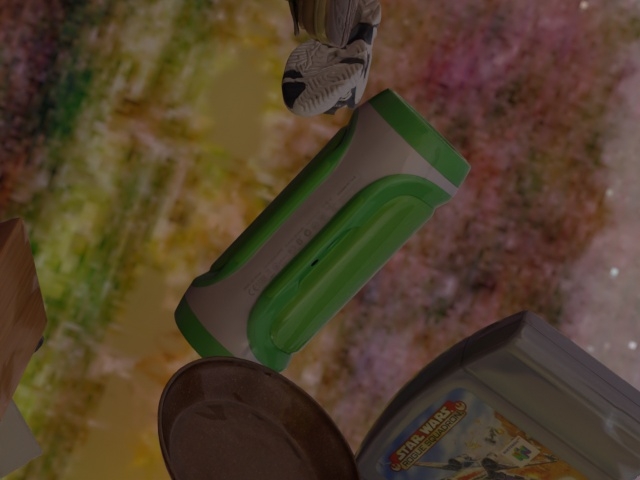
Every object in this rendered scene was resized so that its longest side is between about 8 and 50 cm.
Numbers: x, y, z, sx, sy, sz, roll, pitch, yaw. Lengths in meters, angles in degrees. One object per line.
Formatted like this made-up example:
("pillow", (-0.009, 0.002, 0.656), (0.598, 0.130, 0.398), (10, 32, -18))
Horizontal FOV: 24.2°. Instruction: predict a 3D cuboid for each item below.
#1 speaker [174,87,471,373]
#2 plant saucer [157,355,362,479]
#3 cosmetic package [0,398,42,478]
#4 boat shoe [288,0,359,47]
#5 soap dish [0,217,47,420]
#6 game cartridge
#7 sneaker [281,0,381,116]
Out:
("speaker", (0.000, 0.000, 1.399), (0.296, 0.131, 0.131), (-46, -172, 8))
("plant saucer", (-0.055, 0.185, 1.225), (0.036, 0.199, 0.198), (-48, -164, 34))
("cosmetic package", (-0.405, 0.092, 1.465), (0.160, 0.113, 0.309), (35, -29, 56))
("boat shoe", (-0.003, -0.278, 1.624), (0.285, 0.089, 0.104), (-72, 172, -71))
("soap dish", (-0.328, 0.122, 1.044), (0.229, 0.118, 0.291), (-19, -149, 25))
("game cartridge", (0.151, 0.199, 1.361), (0.297, 0.198, 0.062), (-50, -169, 37))
("sneaker", (0.009, -0.199, 1.923), (0.153, 0.094, 0.235), (97, 8, -45))
